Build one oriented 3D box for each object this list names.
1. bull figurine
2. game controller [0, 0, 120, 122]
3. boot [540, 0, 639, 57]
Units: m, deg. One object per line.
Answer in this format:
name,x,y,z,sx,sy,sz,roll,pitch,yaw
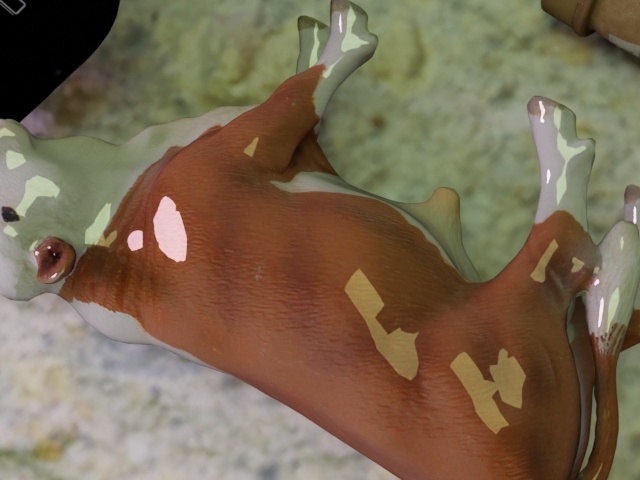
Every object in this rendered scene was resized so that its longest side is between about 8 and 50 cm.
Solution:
bull figurine,0.000,0.000,0.549,0.310,0.101,0.188,30,84,12
game controller,-0.233,-0.171,0.517,0.319,0.166,0.067,40,51,-20
boot,0.262,-0.124,0.522,0.269,0.089,0.236,33,114,14
